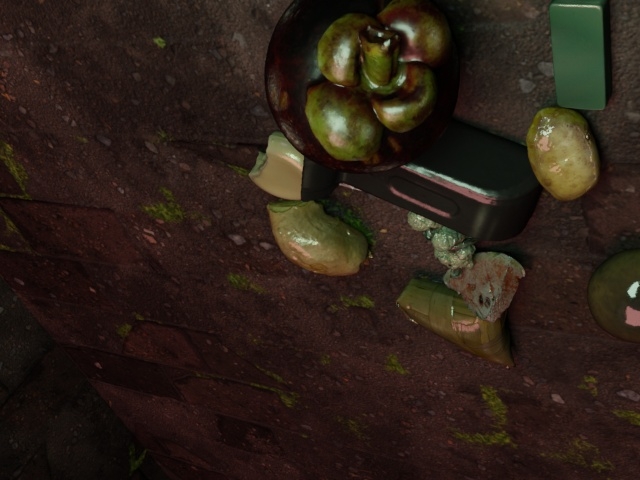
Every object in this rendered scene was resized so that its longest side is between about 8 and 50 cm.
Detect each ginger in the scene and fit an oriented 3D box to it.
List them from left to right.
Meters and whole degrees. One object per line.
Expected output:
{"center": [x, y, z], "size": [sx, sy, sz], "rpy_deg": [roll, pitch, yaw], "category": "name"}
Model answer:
{"center": [0.000, 0.000, 1.834], "size": [0.267, 0.152, 0.138], "rpy_deg": [40, 147, -23], "category": "ginger"}

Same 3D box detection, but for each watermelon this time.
{"center": [0.330, 0.097, 1.729], "size": [0.071, 0.139, 0.187], "rpy_deg": [12, 160, -36], "category": "watermelon"}

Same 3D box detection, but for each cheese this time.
{"center": [-0.024, -0.129, 1.756], "size": [0.249, 0.070, 0.163], "rpy_deg": [25, 146, 8], "category": "cheese"}

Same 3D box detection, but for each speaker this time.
{"center": [0.179, -0.102, 1.526], "size": [0.388, 0.184, 0.180], "rpy_deg": [22, 145, 12], "category": "speaker"}

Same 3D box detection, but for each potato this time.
{"center": [0.388, -0.140, 1.397], "size": [0.107, 0.080, 0.170], "rpy_deg": [-21, 117, 24], "category": "potato"}

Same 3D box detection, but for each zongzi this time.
{"center": [0.301, 0.185, 1.883], "size": [0.228, 0.115, 0.256], "rpy_deg": [13, 153, 32], "category": "zongzi"}

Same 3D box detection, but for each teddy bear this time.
{"center": [0.254, -0.012, 1.671], "size": [0.133, 0.111, 0.213], "rpy_deg": [50, -177, 32], "category": "teddy bear"}

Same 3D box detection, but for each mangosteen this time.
{"center": [0.067, -0.247, 1.292], "size": [0.307, 0.307, 0.347], "rpy_deg": [40, -177, -13], "category": "mangosteen"}

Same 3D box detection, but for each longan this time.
{"center": [0.555, 0.094, 1.514], "size": [0.167, 0.167, 0.187], "rpy_deg": [38, 125, -9], "category": "longan"}

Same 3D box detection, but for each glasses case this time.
{"center": [0.380, -0.275, 1.274], "size": [0.078, 0.039, 0.184], "rpy_deg": [10, 141, 28], "category": "glasses case"}
